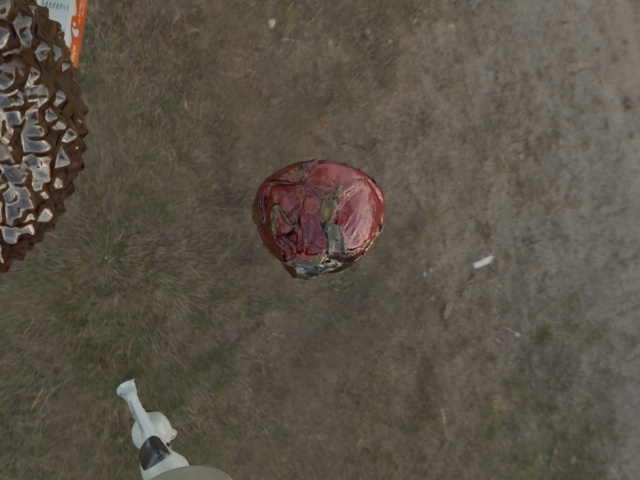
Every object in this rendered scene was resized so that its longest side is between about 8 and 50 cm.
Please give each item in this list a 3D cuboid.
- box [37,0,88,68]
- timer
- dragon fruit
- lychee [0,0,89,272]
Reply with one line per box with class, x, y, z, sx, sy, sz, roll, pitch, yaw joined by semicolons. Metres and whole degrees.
box;-0.353;-0.333;0.780;0.048;0.265;0.274;19;106;5
timer;-0.206;0.318;0.894;0.175;0.266;0.175;-13;123;-20
dragon fruit;-0.001;-0.002;1.038;0.218;0.224;0.148;19;49;-27
lychee;-0.305;-0.100;0.475;0.267;0.267;0.268;0;88;-18
